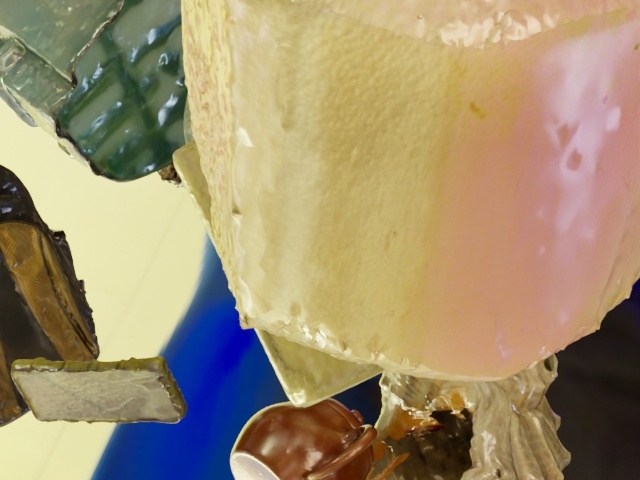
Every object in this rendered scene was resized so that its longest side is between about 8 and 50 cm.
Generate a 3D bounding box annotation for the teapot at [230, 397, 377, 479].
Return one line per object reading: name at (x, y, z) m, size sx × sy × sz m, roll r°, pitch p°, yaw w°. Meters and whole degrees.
teapot at (-0.003, 0.172, 1.395) m, size 0.116 × 0.116 × 0.173 m, roll 37°, pitch 156°, yaw -14°

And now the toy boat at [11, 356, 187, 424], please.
toy boat at (-0.154, 0.104, 1.209) m, size 0.115 × 0.016 × 0.063 m, roll -1°, pitch 138°, yaw 17°

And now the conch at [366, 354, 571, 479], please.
conch at (0.123, 0.173, 1.423) m, size 0.159 × 0.210 × 0.291 m, roll 9°, pitch 118°, yaw -30°

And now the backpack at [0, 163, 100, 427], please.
backpack at (-0.330, 0.032, 1.633) m, size 0.133 × 0.206 × 0.258 m, roll 10°, pitch 128°, yaw 44°

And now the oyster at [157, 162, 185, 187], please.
oyster at (-0.187, -0.109, 2.035) m, size 0.029 × 0.086 × 0.132 m, roll 7°, pitch -176°, yaw -44°

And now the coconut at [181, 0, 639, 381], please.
coconut at (0.044, -0.091, 0.724) m, size 0.233 × 0.233 × 0.245 m, roll 10°, pitch 120°, yaw 10°

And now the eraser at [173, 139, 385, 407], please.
eraser at (0.000, 0.000, 1.022) m, size 0.117 × 0.058 × 0.172 m, roll -26°, pitch 91°, yaw -3°

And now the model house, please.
model house at (-0.260, -0.264, 1.898) m, size 0.329 × 0.295 × 0.252 m, roll 35°, pitch 173°, yaw 29°

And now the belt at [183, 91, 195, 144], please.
belt at (-0.002, -0.066, 1.454) m, size 0.150 × 0.207 × 0.257 m, roll -34°, pitch 96°, yaw 23°
